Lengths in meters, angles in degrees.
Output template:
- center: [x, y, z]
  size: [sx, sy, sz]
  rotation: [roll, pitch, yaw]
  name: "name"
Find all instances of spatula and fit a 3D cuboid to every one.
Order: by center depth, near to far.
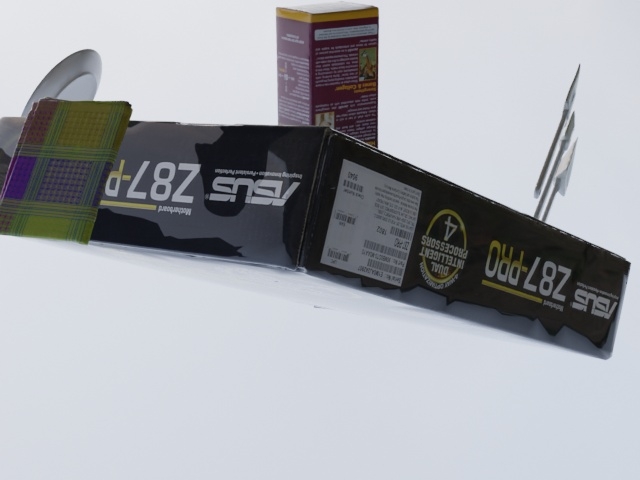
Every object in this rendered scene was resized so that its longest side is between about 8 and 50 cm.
- center: [0.300, -0.088, 1.546]
  size: [0.019, 0.168, 0.242]
  rotation: [14, -132, 15]
  name: "spatula"

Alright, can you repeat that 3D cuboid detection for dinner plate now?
- center: [-0.288, -0.152, 1.373]
  size: [0.017, 0.141, 0.141]
  rotation: [36, -147, 10]
  name: "dinner plate"

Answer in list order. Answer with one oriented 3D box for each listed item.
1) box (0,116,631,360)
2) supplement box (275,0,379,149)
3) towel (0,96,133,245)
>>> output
- center: [0.000, 0.000, 0.910]
  size: [0.318, 0.097, 0.395]
  rotation: [9, 175, 40]
  name: "box"
- center: [0.009, -0.192, 1.491]
  size: [0.104, 0.188, 0.081]
  rotation: [-12, -159, -33]
  name: "supplement box"
- center: [-0.131, -0.038, 0.622]
  size: [0.060, 0.009, 0.083]
  rotation: [5, -113, 20]
  name: "towel"
